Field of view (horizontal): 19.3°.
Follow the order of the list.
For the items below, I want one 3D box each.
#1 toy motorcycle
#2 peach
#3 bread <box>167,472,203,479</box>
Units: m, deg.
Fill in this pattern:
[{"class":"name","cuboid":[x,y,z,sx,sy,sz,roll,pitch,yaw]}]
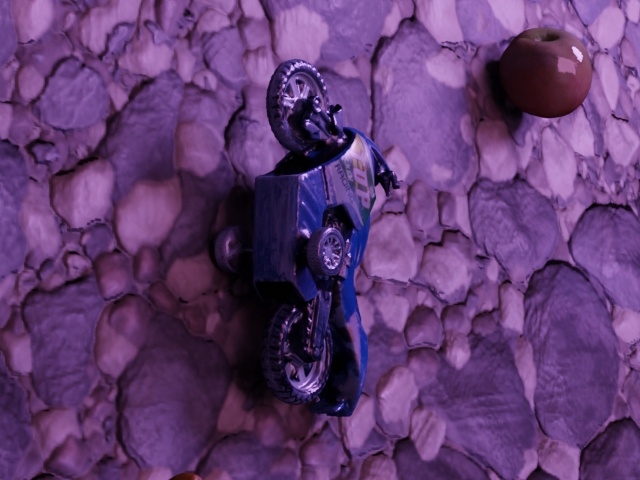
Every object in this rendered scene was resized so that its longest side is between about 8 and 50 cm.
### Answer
[{"class":"toy motorcycle","cuboid":[0.000,0.000,1.367,0.135,0.092,0.254,9,81,-55]},{"class":"peach","cuboid":[0.195,-0.143,1.624,0.083,0.083,0.083,16,68,-44]},{"class":"bread","cuboid":[-0.124,0.268,1.117,0.077,0.139,0.271,39,50,-21]}]
